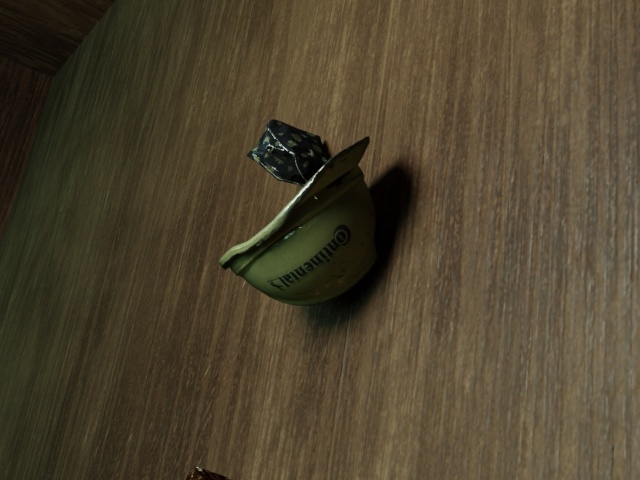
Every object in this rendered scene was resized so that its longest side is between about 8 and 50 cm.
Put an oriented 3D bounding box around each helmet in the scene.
[{"bbox_3d":[0.005,0.000,1.167,0.257,0.137,0.204,-40,-1,28],"label":"helmet"}]

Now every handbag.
[{"bbox_3d":[-0.023,-0.109,1.344,0.072,0.115,0.139,-58,47,17],"label":"handbag"}]

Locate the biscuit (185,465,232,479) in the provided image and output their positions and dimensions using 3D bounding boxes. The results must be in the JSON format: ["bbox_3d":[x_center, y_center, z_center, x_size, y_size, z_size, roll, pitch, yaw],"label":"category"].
[{"bbox_3d":[-0.091,0.395,1.114,0.388,0.073,0.107,17,83,61],"label":"biscuit"}]
